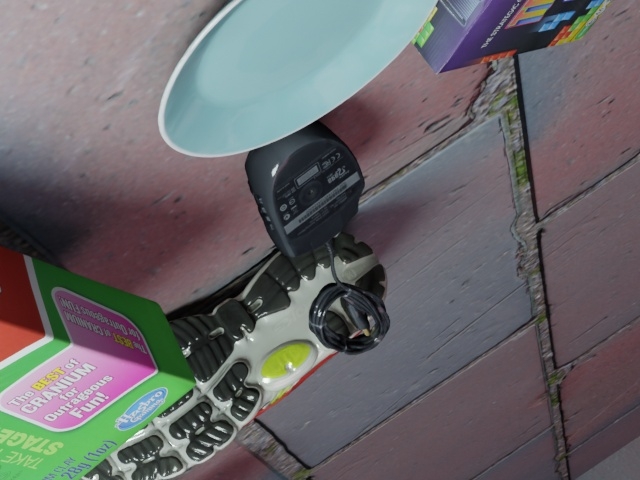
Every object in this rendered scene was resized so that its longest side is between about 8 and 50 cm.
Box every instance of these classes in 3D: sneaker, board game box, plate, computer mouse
[{"bbox_3d":[-0.067,0.102,1.215,0.279,0.107,0.118,-30,166,-11],"label":"sneaker"},{"bbox_3d":[0.143,-0.179,0.963,0.141,0.048,0.170,-19,156,-39],"label":"board game box"},{"bbox_3d":[-0.251,0.094,0.866,0.242,0.064,0.316,-40,149,16],"label":"board game box"},{"bbox_3d":[-0.013,-0.114,0.903,0.188,0.024,0.188,-29,160,-12],"label":"plate"},{"bbox_3d":[0.000,0.000,1.085,0.071,0.041,0.242,-36,142,-14],"label":"computer mouse"}]
